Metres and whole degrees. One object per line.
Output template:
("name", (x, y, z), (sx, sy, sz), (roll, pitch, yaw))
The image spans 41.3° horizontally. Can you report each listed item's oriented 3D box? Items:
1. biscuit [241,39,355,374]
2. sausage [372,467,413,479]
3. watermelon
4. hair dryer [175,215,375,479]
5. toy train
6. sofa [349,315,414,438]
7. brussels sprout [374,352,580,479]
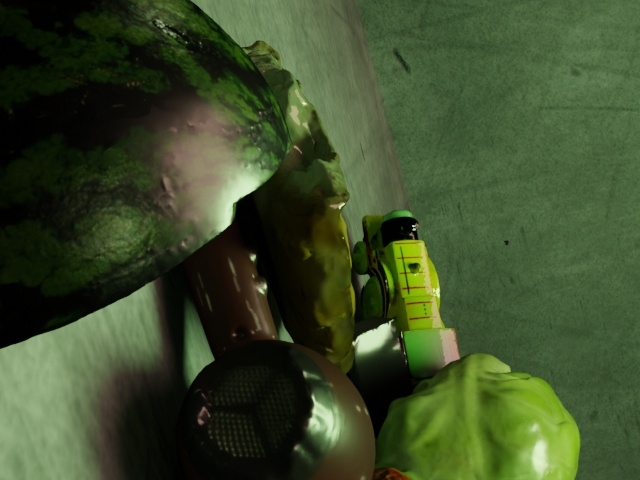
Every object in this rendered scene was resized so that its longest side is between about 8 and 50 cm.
("biscuit", (-0.027, -0.036, 0.732), (0.335, 0.078, 0.329), (156, -80, -84))
("sausage", (0.070, 0.341, 0.782), (0.133, 0.133, 0.258), (52, 26, -64))
("watermelon", (-0.116, -0.038, 0.376), (0.137, 0.193, 0.145), (-59, -169, 29))
("hair dryer", (-0.057, 0.061, 0.637), (0.312, 0.123, 0.341), (77, -7, -67))
("toy train", (0.124, 0.090, 1.274), (0.160, 0.100, 0.296), (130, -46, -61))
("sofa", (0.070, 0.184, 1.153), (0.060, 0.085, 0.147), (0, -71, 56))
("brussels sprout", (0.181, 0.294, 1.050), (0.328, 0.247, 0.328), (-56, 167, -20))
